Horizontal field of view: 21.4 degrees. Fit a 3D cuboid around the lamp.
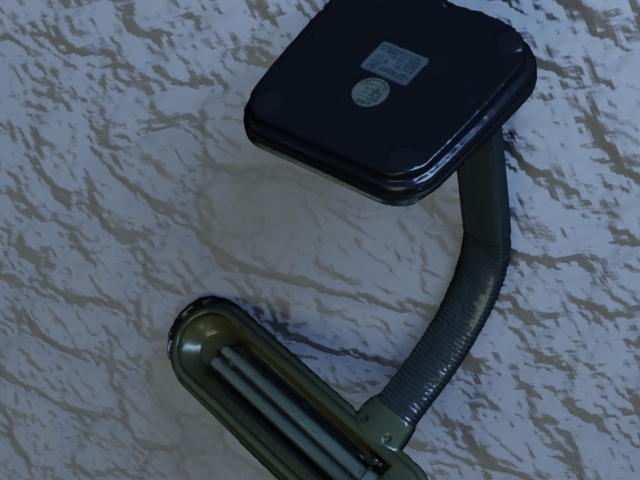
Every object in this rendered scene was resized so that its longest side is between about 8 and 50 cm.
[{"bbox_3d":[0.004,-0.002,0.883,0.203,0.124,0.283,28,136,29],"label":"lamp"}]
